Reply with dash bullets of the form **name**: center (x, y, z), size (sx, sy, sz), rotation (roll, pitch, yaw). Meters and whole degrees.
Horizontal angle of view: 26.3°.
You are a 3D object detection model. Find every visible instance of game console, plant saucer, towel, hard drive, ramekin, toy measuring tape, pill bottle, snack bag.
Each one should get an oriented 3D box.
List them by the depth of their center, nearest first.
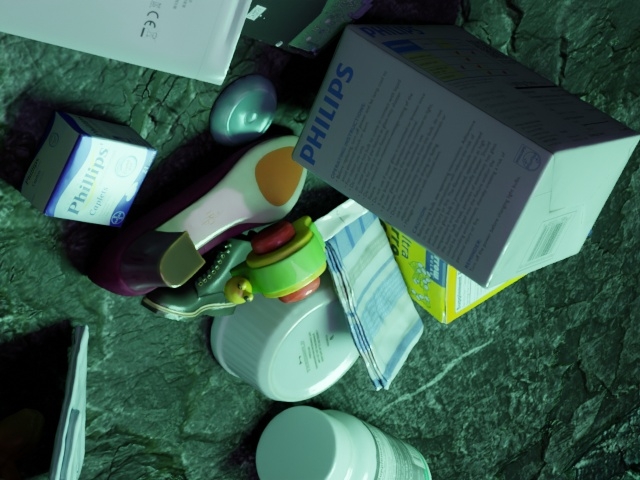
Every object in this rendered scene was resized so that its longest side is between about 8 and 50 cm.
- **hard drive**: center (-0.247, -0.327, 1.570), size (0.353, 0.047, 0.233), rotation (11, 118, -21)
- **hard drive**: center (-0.033, -0.362, 1.783), size (0.237, 0.064, 0.339), rotation (-40, 155, 24)
- **snack bag**: center (-0.361, 0.348, 1.984), size (0.037, 0.342, 0.323), rotation (5, 129, -5)
- **plant saucer**: center (-0.106, -0.183, 1.990), size (0.119, 0.021, 0.119), rotation (-27, 139, -27)
- **game console**: center (0.008, -0.281, 2.028), size (0.122, 0.071, 0.107), rotation (7, 87, -49)
- **toy measuring tape**: center (0.000, 0.000, 2.036), size (0.330, 0.121, 0.121), rotation (-32, 141, -19)
- **towel**: center (0.087, 0.075, 2.232), size (0.209, 0.034, 0.285), rotation (-49, 123, -54)
- **ramekin**: center (-0.036, 0.145, 2.266), size (0.273, 0.127, 0.273), rotation (-27, 139, -27)
- **pill bottle**: center (0.044, 0.431, 2.541), size (0.204, 0.204, 0.361), rotation (-51, 143, 4)

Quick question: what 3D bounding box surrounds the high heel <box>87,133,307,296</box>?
- **high heel**: center (-0.178, -0.049, 2.017), size (0.377, 0.181, 0.127), rotation (-39, 116, -40)

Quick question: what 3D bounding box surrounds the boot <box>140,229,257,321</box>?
- **boot**: center (-0.183, 0.045, 2.086), size (0.198, 0.077, 0.137), rotation (-7, 123, -59)

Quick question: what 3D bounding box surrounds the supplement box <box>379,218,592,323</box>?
- **supplement box**: center (0.285, -0.053, 2.360), size (0.356, 0.195, 0.194), rotation (-29, 139, -26)

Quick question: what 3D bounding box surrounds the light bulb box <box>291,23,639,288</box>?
- **light bulb box**: center (0.218, -0.140, 2.019), size (0.358, 0.361, 0.225), rotation (-13, 133, -57)

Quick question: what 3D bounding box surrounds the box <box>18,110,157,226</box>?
- **box**: center (-0.309, -0.093, 1.822), size (0.137, 0.072, 0.126), rotation (9, 115, -48)

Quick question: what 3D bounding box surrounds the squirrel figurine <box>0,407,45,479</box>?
- **squirrel figurine**: center (-0.509, 0.480, 1.861), size (0.281, 0.370, 0.397), rotation (5, 127, -36)
